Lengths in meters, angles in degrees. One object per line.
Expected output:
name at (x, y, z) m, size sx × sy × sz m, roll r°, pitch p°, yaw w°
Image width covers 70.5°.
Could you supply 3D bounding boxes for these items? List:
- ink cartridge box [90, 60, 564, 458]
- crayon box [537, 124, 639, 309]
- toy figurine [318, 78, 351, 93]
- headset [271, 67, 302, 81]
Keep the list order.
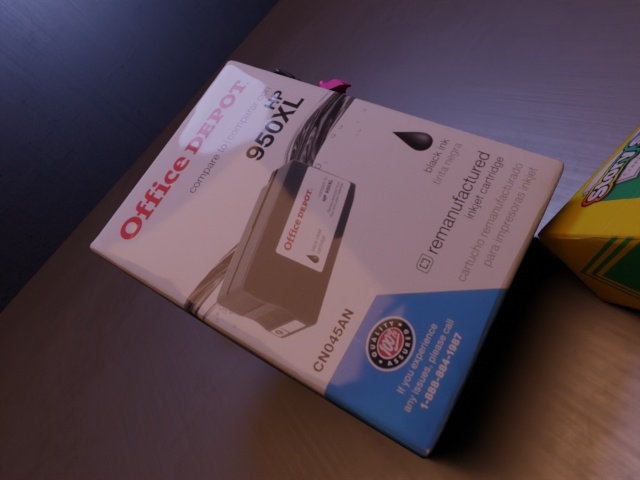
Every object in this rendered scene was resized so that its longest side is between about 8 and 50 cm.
ink cartridge box at (0.000, 0.000, 0.504) m, size 0.395 × 0.166 × 0.285 m, roll 25°, pitch 73°, yaw 23°
crayon box at (0.368, -0.098, 0.289) m, size 0.363 × 0.106 × 0.313 m, roll -47°, pitch 1°, yaw 1°
toy figurine at (0.045, -0.203, 0.795) m, size 0.130 × 0.159 × 0.173 m, roll -34°, pitch 38°, yaw 18°
headset at (-0.113, -0.079, 0.776) m, size 0.394 × 0.185 × 0.243 m, roll -51°, pitch 13°, yaw 19°
